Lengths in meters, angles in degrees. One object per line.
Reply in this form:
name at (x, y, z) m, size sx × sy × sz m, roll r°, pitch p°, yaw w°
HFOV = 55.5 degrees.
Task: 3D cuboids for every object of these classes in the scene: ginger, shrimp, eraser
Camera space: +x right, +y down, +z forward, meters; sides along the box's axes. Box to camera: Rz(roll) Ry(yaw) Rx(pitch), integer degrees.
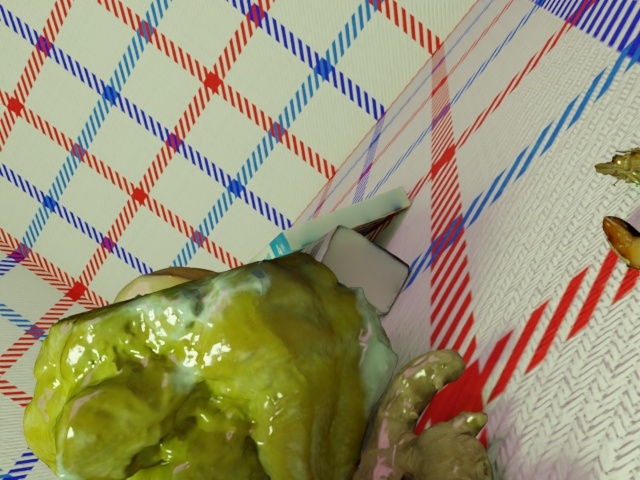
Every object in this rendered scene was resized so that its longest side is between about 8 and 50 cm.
ginger at (0.073, 0.185, 0.396) m, size 0.258 × 0.065 × 0.149 m, roll -97°, pitch 32°, yaw -70°
shrimp at (0.240, -0.026, 0.439) m, size 0.162 × 0.045 × 0.095 m, roll -122°, pitch 48°, yaw -76°
eraser at (0.012, 0.071, 0.956) m, size 0.086 × 0.130 × 0.287 m, roll -61°, pitch 12°, yaw -23°

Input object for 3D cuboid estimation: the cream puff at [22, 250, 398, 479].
cream puff at (-0.100, 0.170, 0.635) m, size 0.379 × 0.275 × 0.378 m, roll -15°, pitch 2°, yaw 1°

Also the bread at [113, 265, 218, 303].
bread at (-0.259, 0.194, 1.264) m, size 0.376 × 0.348 × 0.252 m, roll -179°, pitch 106°, yaw -82°

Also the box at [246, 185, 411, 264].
box at (0.000, 0.000, 1.160) m, size 0.265 × 0.048 × 0.273 m, roll -21°, pitch -7°, yaw -27°
